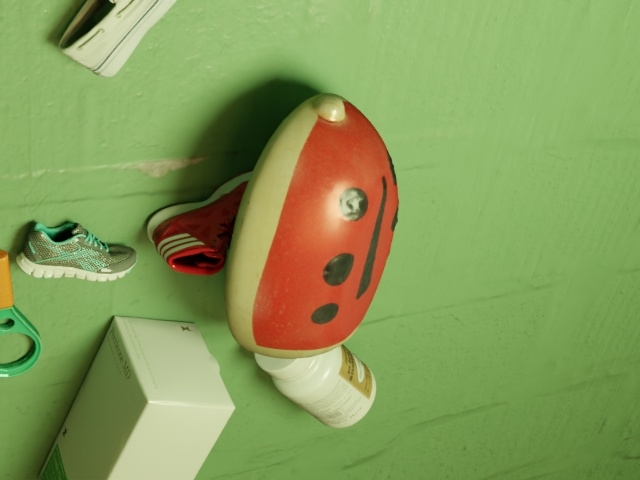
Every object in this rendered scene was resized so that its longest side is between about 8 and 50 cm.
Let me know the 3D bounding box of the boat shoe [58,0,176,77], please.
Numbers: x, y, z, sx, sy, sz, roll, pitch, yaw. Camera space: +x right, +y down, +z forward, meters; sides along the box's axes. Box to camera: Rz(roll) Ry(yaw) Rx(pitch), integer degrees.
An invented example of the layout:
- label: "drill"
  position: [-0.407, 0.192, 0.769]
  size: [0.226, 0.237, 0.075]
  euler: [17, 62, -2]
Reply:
- label: "boat shoe"
  position: [-0.220, -0.286, 1.108]
  size: [0.075, 0.083, 0.226]
  euler: [18, 117, -41]

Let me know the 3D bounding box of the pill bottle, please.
- label: "pill bottle"
  position: [-0.010, 0.221, 1.643]
  size: [0.131, 0.131, 0.229]
  euler: [-39, 137, 5]

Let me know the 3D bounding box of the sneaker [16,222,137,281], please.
- label: "sneaker"
  position: [-0.327, 0.011, 1.323]
  size: [0.166, 0.065, 0.076]
  euler: [1, 123, -33]

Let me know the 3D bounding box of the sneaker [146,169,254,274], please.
- label: "sneaker"
  position: [-0.125, -0.014, 1.370]
  size: [0.221, 0.128, 0.087]
  euler: [-26, 136, -9]

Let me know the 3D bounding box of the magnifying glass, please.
- label: "magnifying glass"
  position: [-0.445, 0.108, 1.362]
  size: [0.092, 0.026, 0.231]
  euler: [-11, 131, -22]

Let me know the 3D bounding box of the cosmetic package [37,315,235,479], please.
- label: "cosmetic package"
  position: [-0.297, 0.320, 1.512]
  size: [0.155, 0.197, 0.366]
  euler: [9, 120, -35]

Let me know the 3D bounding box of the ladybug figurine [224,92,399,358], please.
- label: "ladybug figurine"
  position: [0.000, 0.000, 1.363]
  size: [0.305, 0.161, 0.449]
  euler: [-45, 153, -41]
